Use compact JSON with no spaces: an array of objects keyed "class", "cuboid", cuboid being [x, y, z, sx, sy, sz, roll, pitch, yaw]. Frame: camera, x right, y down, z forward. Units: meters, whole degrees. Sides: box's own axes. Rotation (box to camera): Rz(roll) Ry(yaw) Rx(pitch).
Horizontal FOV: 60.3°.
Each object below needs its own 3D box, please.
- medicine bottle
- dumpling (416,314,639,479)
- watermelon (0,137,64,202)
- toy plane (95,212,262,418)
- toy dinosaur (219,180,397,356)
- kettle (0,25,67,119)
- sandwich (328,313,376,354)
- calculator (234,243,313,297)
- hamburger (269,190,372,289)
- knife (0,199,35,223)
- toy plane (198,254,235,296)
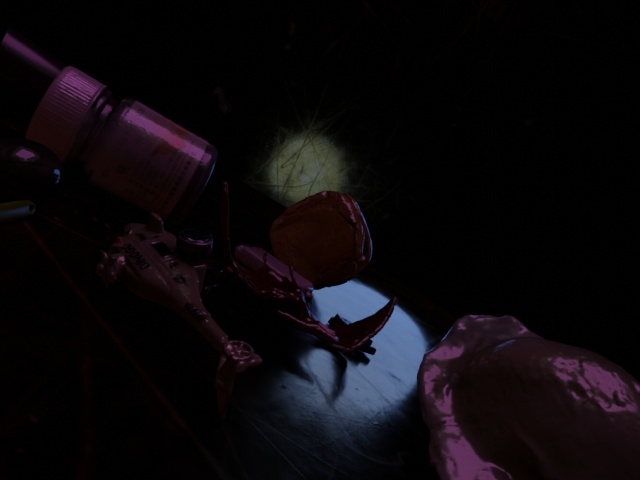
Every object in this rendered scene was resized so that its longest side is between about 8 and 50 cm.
[{"class":"medicine bottle","cuboid":[-0.325,-0.153,0.924,0.273,0.165,0.165,29,6,-21]},{"class":"dumpling","cuboid":[0.264,0.216,0.614,0.269,0.212,0.320,25,-3,-32]},{"class":"watermelon","cuboid":[-0.342,-0.080,0.636,0.078,0.078,0.111,31,5,0]},{"class":"toy plane","cuboid":[-0.141,0.052,0.539,0.108,0.092,0.286,-5,30,-43]},{"class":"toy dinosaur","cuboid":[-0.030,0.049,0.815,0.327,0.113,0.206,40,7,-4]},{"class":"kettle","cuboid":[-0.592,-0.308,1.163,0.202,0.144,0.232,-7,-32,44]},{"class":"sandwich","cuboid":[0.053,0.156,0.942,0.069,0.026,0.101,28,6,-24]},{"class":"calculator","cuboid":[-0.085,0.058,1.032,0.175,0.032,0.100,34,6,19]},{"class":"hamburger","cuboid":[-0.001,-0.001,1.146,0.213,0.214,0.108,34,10,30]},{"class":"knife","cuboid":[-0.320,-0.023,0.531,0.025,0.022,0.184,5,9,-4]},{"class":"toy plane","cuboid":[-0.151,0.044,0.780,0.060,0.037,0.145,36,7,8]}]
